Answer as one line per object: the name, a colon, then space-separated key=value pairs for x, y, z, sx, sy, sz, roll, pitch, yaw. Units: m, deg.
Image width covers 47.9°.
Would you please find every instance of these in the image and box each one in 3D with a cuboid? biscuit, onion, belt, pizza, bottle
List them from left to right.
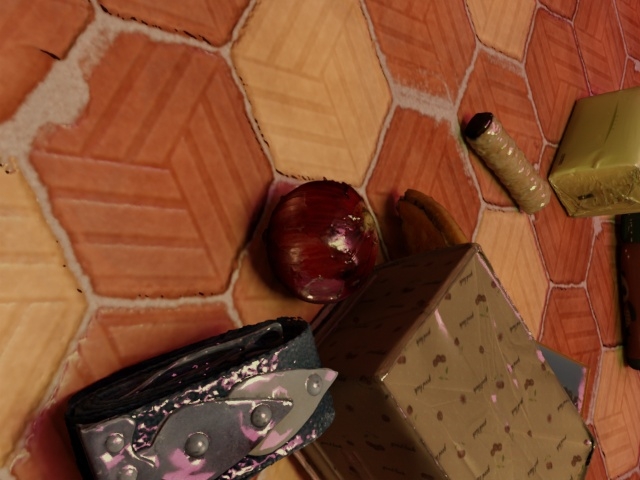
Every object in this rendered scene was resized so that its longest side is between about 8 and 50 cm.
belt: x=-0.093 y=0.156 z=0.606 sx=0.218 sy=0.122 sz=0.128 roll=-21 pitch=101 yaw=-25
onion: x=0.000 y=0.000 z=0.746 sx=0.131 sy=0.131 sz=0.131 roll=6 pitch=81 yaw=-47
pizza: x=0.146 y=0.040 z=0.898 sx=0.053 sy=0.185 sz=0.195 roll=-12 pitch=127 yaw=-13
biscuit: x=0.290 y=-0.118 z=1.115 sx=0.061 sy=0.055 sz=0.219 roll=-49 pitch=127 yaw=4
bottle: x=0.683 y=0.090 z=1.455 sx=0.144 sy=0.144 sz=0.335 roll=0 pitch=84 yaw=-47

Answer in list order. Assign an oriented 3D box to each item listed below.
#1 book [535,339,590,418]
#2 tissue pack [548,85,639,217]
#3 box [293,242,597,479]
book: x=0.241 y=0.300 z=0.970 sx=0.263 sy=0.028 sz=0.373 roll=26 pitch=66 yaw=-19
tissue pack: x=0.531 y=-0.162 z=1.301 sx=0.125 sy=0.159 sz=0.234 roll=52 pitch=52 yaw=-30
box: x=0.124 y=0.195 z=0.773 sx=0.225 sy=0.191 sz=0.297 roll=-46 pitch=110 yaw=-40
